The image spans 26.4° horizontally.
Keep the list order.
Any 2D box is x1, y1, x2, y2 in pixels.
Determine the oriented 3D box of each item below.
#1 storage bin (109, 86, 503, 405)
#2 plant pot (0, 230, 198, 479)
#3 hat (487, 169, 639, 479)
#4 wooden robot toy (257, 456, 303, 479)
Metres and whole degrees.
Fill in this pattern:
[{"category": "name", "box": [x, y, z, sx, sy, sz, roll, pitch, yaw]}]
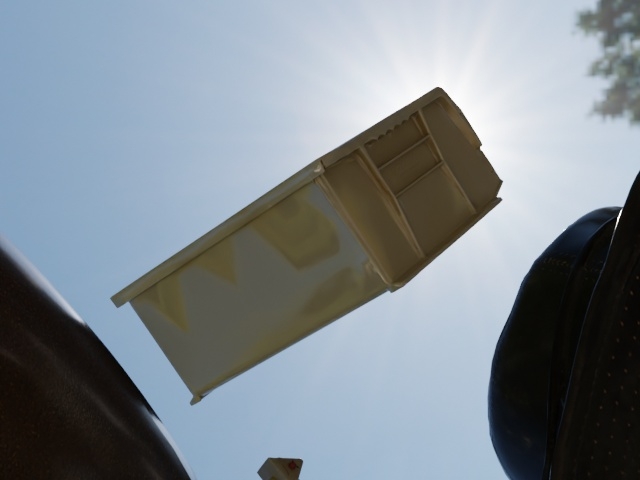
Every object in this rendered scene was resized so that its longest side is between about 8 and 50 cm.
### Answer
[{"category": "storage bin", "box": [0.000, 0.000, 1.221, 0.123, 0.262, 0.260, 56, -145, -2]}, {"category": "plant pot", "box": [-0.166, 0.098, 0.598, 0.230, 0.215, 0.215, 40, -122, -40]}, {"category": "hat", "box": [0.161, 0.080, 0.610, 0.331, 0.134, 0.331, -6, -81, -43]}, {"category": "wooden robot toy", "box": [0.023, 0.211, 0.984, 0.079, 0.076, 0.173, -34, -78, -32]}]
